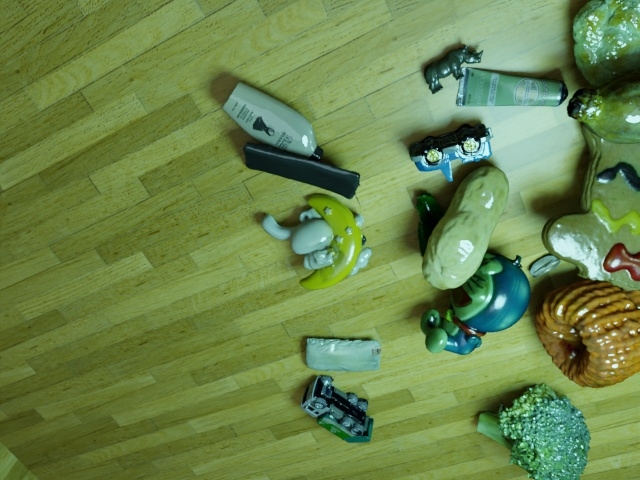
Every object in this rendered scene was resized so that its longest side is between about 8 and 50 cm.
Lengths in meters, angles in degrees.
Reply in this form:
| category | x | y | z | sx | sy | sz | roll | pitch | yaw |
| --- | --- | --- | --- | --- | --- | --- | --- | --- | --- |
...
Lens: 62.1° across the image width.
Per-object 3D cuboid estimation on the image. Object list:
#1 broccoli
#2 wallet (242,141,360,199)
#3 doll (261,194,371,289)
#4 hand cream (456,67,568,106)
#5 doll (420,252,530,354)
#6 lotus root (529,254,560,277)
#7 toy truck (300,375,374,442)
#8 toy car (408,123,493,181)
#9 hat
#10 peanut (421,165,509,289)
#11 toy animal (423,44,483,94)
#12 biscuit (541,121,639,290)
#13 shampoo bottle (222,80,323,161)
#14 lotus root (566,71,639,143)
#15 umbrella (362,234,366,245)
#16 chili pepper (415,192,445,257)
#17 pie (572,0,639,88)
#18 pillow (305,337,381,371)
| category | x | y | z | sx | sy | sz | roll | pitch | yaw |
| --- | --- | --- | --- | --- | --- | --- | --- | --- | --- |
| broccoli | 0.640 | 0.551 | 1.545 | 0.375 | 0.302 | 0.249 | 29 | 98 | -39 |
| wallet | -0.045 | -0.168 | 1.284 | 0.285 | 0.030 | 0.146 | 15 | 163 | -3 |
| doll | 0.000 | 0.000 | 1.368 | 0.252 | 0.111 | 0.237 | -24 | 93 | 14 |
| hand cream | 0.426 | -0.330 | 1.176 | 0.235 | 0.055 | 0.086 | 8 | 114 | 12 |
| doll | 0.405 | 0.161 | 1.358 | 0.186 | 0.198 | 0.322 | 26 | 119 | -14 |
| lotus root | 0.583 | 0.064 | 1.381 | 0.083 | 0.030 | 0.037 | -36 | 140 | 26 |
| toy truck | 0.058 | 0.535 | 1.655 | 0.253 | 0.114 | 0.124 | 36 | 127 | -12 |
| toy car | 0.307 | -0.200 | 1.231 | 0.191 | 0.097 | 0.100 | -14 | 117 | 14 |
| hat | 0.753 | 0.169 | 1.336 | 0.400 | 0.285 | 0.285 | -32 | 114 | -13 |
| peanut | 0.345 | -0.029 | 1.252 | 0.147 | 0.147 | 0.319 | 27 | 94 | -8 |
| toy animal | 0.293 | -0.382 | 1.163 | 0.135 | 0.047 | 0.065 | -25 | 101 | 25 |
| biscuit | 0.717 | -0.081 | 1.179 | 0.368 | 0.076 | 0.394 | 18 | 95 | -2 |
| shampoo bottle | -0.103 | -0.267 | 1.253 | 0.257 | 0.078 | 0.127 | 32 | 125 | -14 |
| lotus root | 0.642 | -0.271 | 1.054 | 0.309 | 0.173 | 0.173 | -12 | 117 | -1 |
| umbrella | 0.064 | 0.024 | 1.418 | 0.133 | 0.031 | 0.036 | -33 | 153 | 20 |
| chili pepper | 0.288 | -0.023 | 1.351 | 0.108 | 0.062 | 0.216 | -18 | 113 | 16 |
| pie | 0.654 | -0.426 | 1.067 | 0.257 | 0.105 | 0.274 | 32 | 119 | -23 |
| pillow | 0.066 | 0.341 | 1.580 | 0.229 | 0.051 | 0.128 | -1 | 126 | 9 |
